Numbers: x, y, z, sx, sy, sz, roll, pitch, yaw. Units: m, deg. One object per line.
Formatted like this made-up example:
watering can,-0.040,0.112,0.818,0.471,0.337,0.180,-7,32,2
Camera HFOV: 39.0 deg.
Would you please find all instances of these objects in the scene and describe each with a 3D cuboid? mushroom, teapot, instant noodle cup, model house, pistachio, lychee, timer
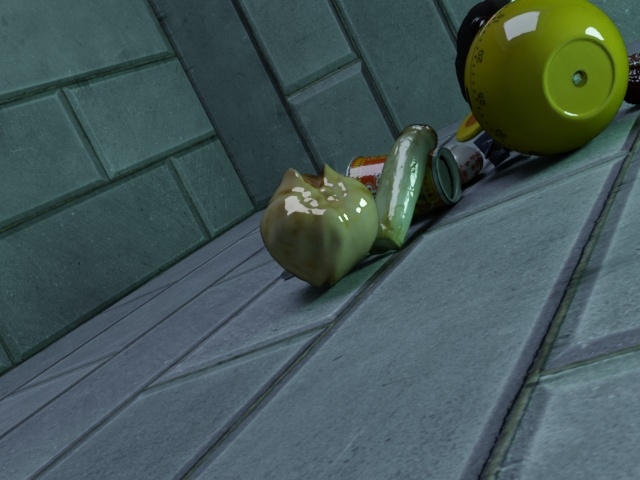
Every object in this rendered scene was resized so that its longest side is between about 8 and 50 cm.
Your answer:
mushroom,0.163,-0.114,1.861,0.100,0.081,0.312,-22,40,51
teapot,0.310,-0.164,2.176,0.159,0.116,0.245,-6,25,39
instant noodle cup,0.195,-0.123,2.023,0.212,0.193,0.193,-12,14,30
model house,0.432,-0.225,2.170,0.088,0.117,0.167,-42,4,15
pistachio,-0.007,-0.030,1.755,0.229,0.238,0.321,-3,6,-11
lychee,0.717,-0.363,2.031,0.123,0.123,0.129,-26,-1,7
timer,0.456,-0.352,1.934,0.376,0.376,0.387,-28,14,-8

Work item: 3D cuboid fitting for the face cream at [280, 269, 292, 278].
face cream,-0.069,0.070,2.132,0.040,0.021,0.083,-24,7,12

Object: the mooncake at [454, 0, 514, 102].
mooncake,0.522,-0.444,2.298,0.212,0.381,0.350,-25,-8,-44

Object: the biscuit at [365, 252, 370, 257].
biscuit,0.075,0.028,1.933,0.144,0.016,0.203,-25,7,13
